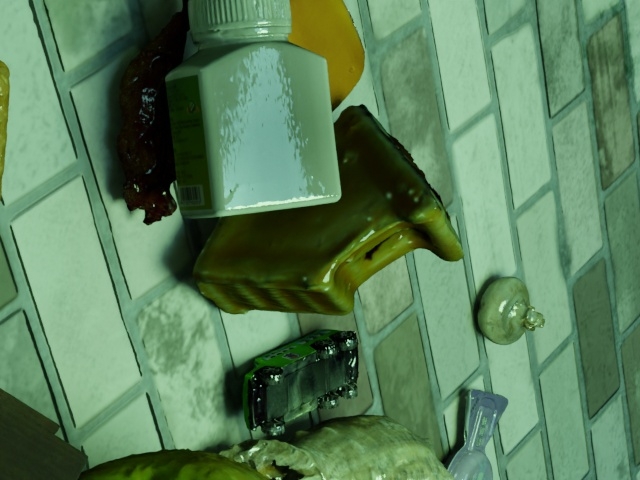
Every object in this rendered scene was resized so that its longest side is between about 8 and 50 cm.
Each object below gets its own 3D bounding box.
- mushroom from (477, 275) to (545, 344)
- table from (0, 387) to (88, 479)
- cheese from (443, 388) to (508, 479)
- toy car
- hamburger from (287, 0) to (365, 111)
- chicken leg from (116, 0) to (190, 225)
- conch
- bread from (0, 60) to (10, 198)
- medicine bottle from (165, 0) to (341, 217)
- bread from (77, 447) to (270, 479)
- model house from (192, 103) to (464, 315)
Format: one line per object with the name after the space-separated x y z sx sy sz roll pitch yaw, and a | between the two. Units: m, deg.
0.234 0.088 1.929 0.085 0.079 0.085 -20 117 -44 | mushroom
-0.314 0.165 1.197 0.193 0.169 0.172 45 65 -47 | table
0.181 0.277 1.952 0.105 0.042 0.190 17 85 -54 | cheese
-0.025 0.141 1.637 0.165 0.062 0.071 -22 116 -47 | toy car
-0.035 -0.184 1.506 0.137 0.087 0.166 -47 133 -31 | hamburger
-0.144 -0.120 1.421 0.089 0.048 0.219 -12 110 -52 | chicken leg
0.005 0.274 1.649 0.291 0.159 0.210 16 99 -15 | conch
-0.277 -0.071 1.273 0.052 0.044 0.157 -1 101 -45 | bread
-0.061 -0.119 1.383 0.132 0.088 0.188 -7 93 -29 | medicine bottle
-0.115 0.294 1.369 0.376 0.251 0.208 52 33 -69 | bread
0.005 0.007 1.544 0.239 0.173 0.268 -35 159 2 | model house
